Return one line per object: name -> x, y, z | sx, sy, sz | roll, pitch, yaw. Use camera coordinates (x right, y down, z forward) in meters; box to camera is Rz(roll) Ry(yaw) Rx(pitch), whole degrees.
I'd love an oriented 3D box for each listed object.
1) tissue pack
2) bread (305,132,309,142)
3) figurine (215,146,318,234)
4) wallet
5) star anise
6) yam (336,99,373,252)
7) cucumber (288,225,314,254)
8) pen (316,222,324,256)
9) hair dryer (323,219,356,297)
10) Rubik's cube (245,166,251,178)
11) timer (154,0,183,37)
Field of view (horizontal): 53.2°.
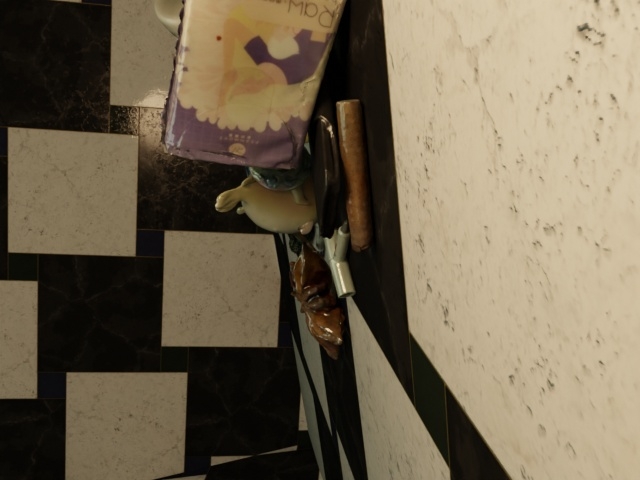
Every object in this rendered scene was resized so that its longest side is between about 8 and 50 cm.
tissue pack -> -0.116, -0.294, 1.031 | 0.125, 0.242, 0.344 | -110, 32, -52
bread -> -0.129, -0.317, 1.624 | 0.240, 0.178, 0.136 | -114, 14, -66
figurine -> -0.106, -0.151, 1.360 | 0.227, 0.274, 0.394 | 53, 161, 23
wallet -> 0.002, -0.201, 1.169 | 0.197, 0.051, 0.378 | 93, 172, -62
star anise -> -0.009, 0.139, 1.659 | 0.293, 0.108, 0.350 | 98, 151, -45
yam -> 0.059, -0.103, 1.063 | 0.046, 0.046, 0.264 | -119, 19, -65
cucumber -> -0.059, -0.012, 1.943 | 0.293, 0.067, 0.068 | 117, 141, -76
pen -> 0.000, 0.000, 1.689 | 0.204, 0.025, 0.025 | 92, 164, -60
hair dryer -> 0.048, 0.024, 1.340 | 0.183, 0.044, 0.155 | 109, 148, -68
Rubik's cube -> -0.170, -0.285, 2.028 | 0.155, 0.154, 0.151 | 129, 129, -80
timer -> -0.332, -0.651, 1.682 | 0.240, 0.233, 0.234 | 49, -157, -59
